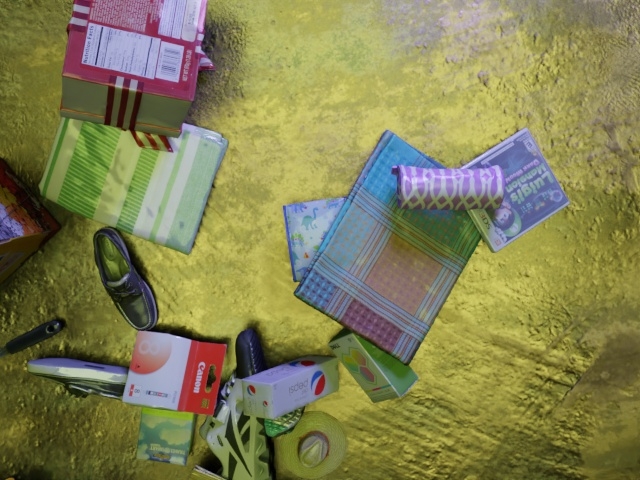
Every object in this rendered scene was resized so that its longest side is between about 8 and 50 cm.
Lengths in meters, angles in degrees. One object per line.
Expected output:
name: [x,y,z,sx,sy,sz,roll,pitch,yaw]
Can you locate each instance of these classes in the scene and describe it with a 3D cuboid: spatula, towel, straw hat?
spatula: [-0.654,0.230,1.689,0.296,0.030,0.084,-26,91,4]
towel: [-0.371,-0.141,1.647,0.324,0.038,0.248,20,96,-1]
towel: [0.149,0.012,1.576,0.271,0.040,0.370,32,78,-9]
straw hat: [-0.015,0.419,1.671,0.144,0.061,0.145,0,95,2]

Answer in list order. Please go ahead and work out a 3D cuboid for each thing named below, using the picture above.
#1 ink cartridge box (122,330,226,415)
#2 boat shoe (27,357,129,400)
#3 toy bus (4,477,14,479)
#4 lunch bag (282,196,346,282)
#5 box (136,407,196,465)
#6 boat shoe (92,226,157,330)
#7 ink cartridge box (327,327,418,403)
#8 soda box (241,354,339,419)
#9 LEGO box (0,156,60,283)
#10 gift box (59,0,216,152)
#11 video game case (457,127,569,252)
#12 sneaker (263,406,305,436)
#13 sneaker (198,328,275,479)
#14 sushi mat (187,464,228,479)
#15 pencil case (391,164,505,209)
ink cartridge box: [-0.284,0.258,1.623,0.179,0.045,0.145,4,70,16]
boat shoe: [-0.477,0.281,1.665,0.219,0.078,0.070,9,94,-1]
toy bus: [-0.639,0.561,1.631,0.211,0.220,0.150,-18,98,-3]
lunch bag: [0.000,0.000,1.616,0.128,0.096,0.151,-9,85,2]
box: [-0.306,0.354,1.683,0.109,0.042,0.178,8,95,2]
boat shoe: [-0.394,0.080,1.646,0.080,0.073,0.224,-22,94,3]
ink cartridge box: [0.084,0.211,1.619,0.062,0.109,0.209,-39,93,-31]
soda box: [-0.053,0.274,1.582,0.073,0.216,0.069,1,97,35]
LEGO box: [-0.766,0.080,1.510,0.500,0.372,0.193,-41,92,4]
gift box: [-0.321,-0.318,1.503,0.276,0.258,0.255,14,78,-15]
video game case: [0.363,-0.097,1.606,0.190,0.022,0.173,-32,94,-14]
sneaker: [-0.066,0.349,1.620,0.065,0.166,0.076,18,109,15]
sneaker: [-0.171,0.338,1.637,0.146,0.122,0.331,-2,98,4]
sushi mat: [-0.126,0.553,1.671,0.316,0.019,0.151,24,132,0]
pencil case: [0.237,-0.101,1.530,0.206,0.086,0.088,0,57,-5]
